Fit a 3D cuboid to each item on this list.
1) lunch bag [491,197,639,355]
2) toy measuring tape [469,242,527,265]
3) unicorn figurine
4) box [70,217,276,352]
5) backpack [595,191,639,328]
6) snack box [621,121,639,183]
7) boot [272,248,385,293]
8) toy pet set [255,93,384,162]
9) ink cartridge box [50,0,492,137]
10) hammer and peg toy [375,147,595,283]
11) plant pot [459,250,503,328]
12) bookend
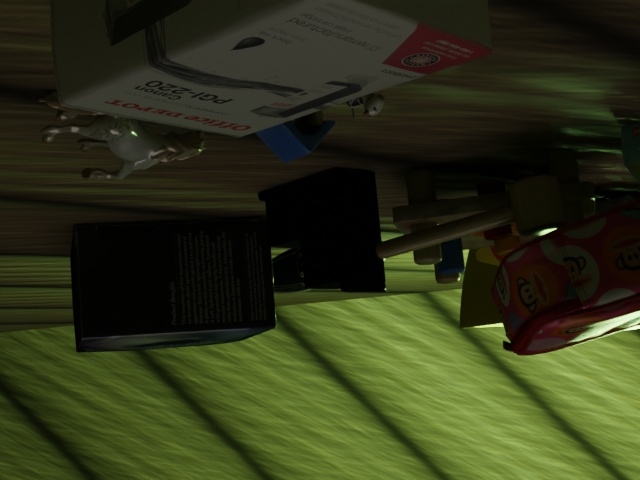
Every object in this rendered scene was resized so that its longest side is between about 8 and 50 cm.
[{"bbox_3d":[0.353,0.045,1.200,0.293,0.120,0.258,-17,163,-3],"label":"lunch bag"},{"bbox_3d":[0.267,-0.026,1.568,0.330,0.121,0.121,14,-173,41],"label":"toy measuring tape"},{"bbox_3d":[-0.174,-0.092,0.895,0.111,0.060,0.162,-7,172,16],"label":"unicorn figurine"},{"bbox_3d":[-0.248,0.079,1.602,0.294,0.183,0.296,-2,171,-15],"label":"box"},{"bbox_3d":[0.495,0.033,1.596,0.191,0.225,0.253,-13,172,30],"label":"backpack"},{"bbox_3d":[0.528,-0.103,1.125,0.321,0.060,0.187,-11,154,33],"label":"snack box"},{"bbox_3d":[-0.015,0.029,1.738,0.236,0.085,0.178,-14,168,13],"label":"boot"},{"bbox_3d":[-0.011,-0.111,0.851,0.122,0.065,0.114,1,169,-35],"label":"toy pet set"},{"bbox_3d":[-0.033,-0.135,0.589,0.217,0.092,0.158,-10,170,40],"label":"ink cartridge box"},{"bbox_3d":[0.222,-0.037,1.302,0.265,0.127,0.361,-8,168,15],"label":"hammer and peg toy"},{"bbox_3d":[0.383,0.053,1.794,0.212,0.187,0.212,2,169,-45],"label":"plant pot"},{"bbox_3d":[0.000,0.000,1.295,0.072,0.157,0.156,3,168,-42],"label":"bookend"}]
